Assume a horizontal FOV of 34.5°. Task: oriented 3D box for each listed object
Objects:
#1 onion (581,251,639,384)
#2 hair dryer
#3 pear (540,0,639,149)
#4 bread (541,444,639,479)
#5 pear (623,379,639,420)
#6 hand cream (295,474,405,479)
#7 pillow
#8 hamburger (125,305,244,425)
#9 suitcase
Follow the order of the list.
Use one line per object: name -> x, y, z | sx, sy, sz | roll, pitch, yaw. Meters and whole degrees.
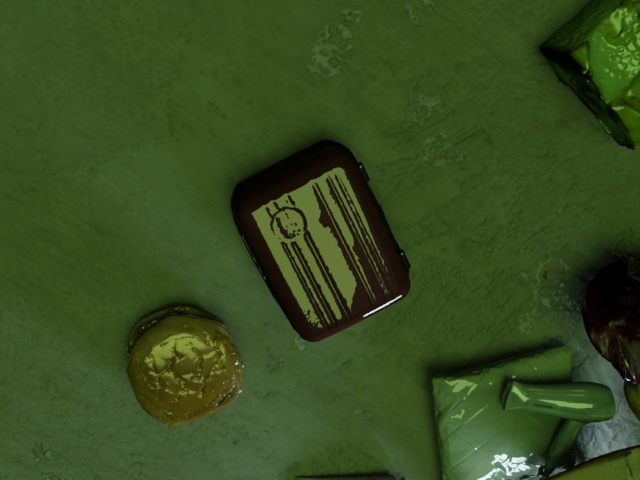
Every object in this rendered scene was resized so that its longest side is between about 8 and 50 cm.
onion -> 0.616, 0.154, 1.815 | 0.314, 0.314, 0.232 | -4, 120, -7
hair dryer -> 0.416, 0.359, 1.908 | 0.206, 0.075, 0.237 | 4, 118, -11
pear -> 0.544, -0.310, 1.733 | 0.255, 0.164, 0.238 | -41, 106, 4
bread -> 0.534, 0.444, 1.884 | 0.246, 0.239, 0.111 | -36, 69, 41
pear -> 0.659, 0.282, 1.938 | 0.178, 0.178, 0.178 | -2, 107, -8
hand cream -> 0.057, 0.475, 1.963 | 0.209, 0.043, 0.067 | -3, 105, -2
pillow -> 0.346, 0.342, 1.946 | 0.281, 0.076, 0.274 | -12, 113, -10
hamburger -> -0.240, 0.215, 1.806 | 0.214, 0.108, 0.214 | -4, 112, -10
suitcase -> 0.000, 0.000, 1.742 | 0.236, 0.161, 0.297 | -27, 109, 0
